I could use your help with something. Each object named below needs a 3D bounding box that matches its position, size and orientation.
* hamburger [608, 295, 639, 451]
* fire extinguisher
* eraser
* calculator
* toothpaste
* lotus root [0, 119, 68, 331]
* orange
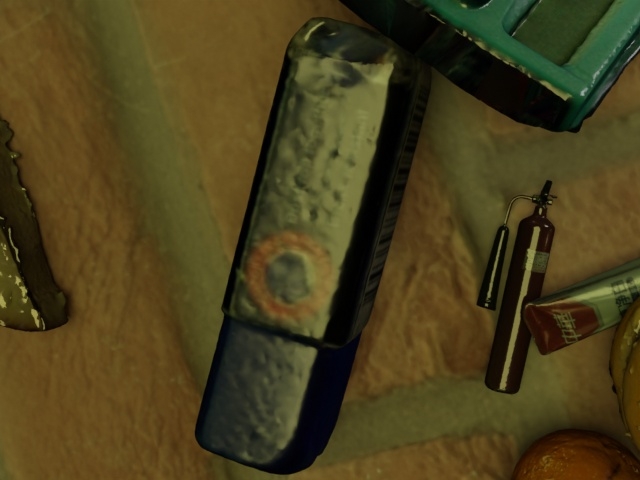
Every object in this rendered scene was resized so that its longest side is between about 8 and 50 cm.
[{"bbox_3d":[0.311,0.101,0.786,0.191,0.118,0.182,-38,106,9],"label":"hamburger"},{"bbox_3d":[0.155,0.035,0.868,0.049,0.035,0.173,18,98,46],"label":"fire extinguisher"},{"bbox_3d":[0.000,0.000,0.829,0.101,0.155,0.332,17,98,10],"label":"eraser"},{"bbox_3d":[0.123,-0.218,0.773,0.274,0.058,0.248,35,55,9],"label":"calculator"},{"bbox_3d":[0.273,0.025,0.838,0.239,0.039,0.062,-24,128,9],"label":"toothpaste"},{"bbox_3d":[-0.329,-0.032,0.920,0.170,0.074,0.260,-15,93,11],"label":"lotus root"},{"bbox_3d":[0.198,0.208,0.817,0.117,0.135,0.135,-11,92,-2],"label":"orange"}]
